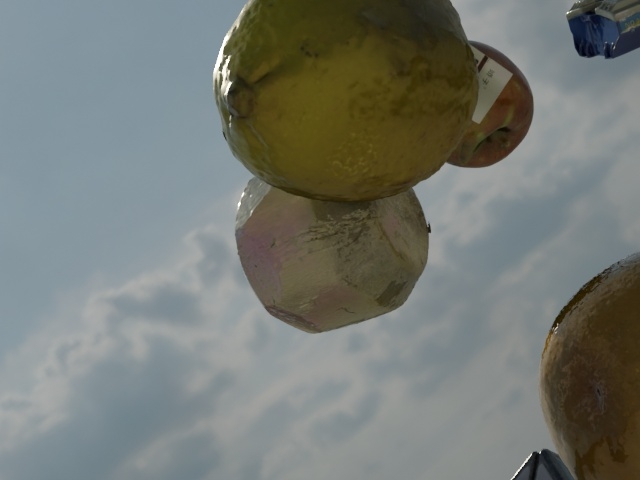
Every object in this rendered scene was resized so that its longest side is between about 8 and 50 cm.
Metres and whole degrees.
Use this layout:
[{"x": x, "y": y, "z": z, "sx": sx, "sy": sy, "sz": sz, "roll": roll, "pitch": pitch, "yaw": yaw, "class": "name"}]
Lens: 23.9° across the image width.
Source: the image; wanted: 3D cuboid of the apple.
[{"x": 0.229, "y": -0.214, "z": 2.337, "sx": 0.196, "sy": 0.196, "sz": 0.196, "roll": -34, "pitch": -17, "yaw": -12, "class": "apple"}]

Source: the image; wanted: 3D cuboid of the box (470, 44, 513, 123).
[{"x": 0.176, "y": -0.236, "z": 2.068, "sx": 0.084, "sy": 0.154, "sz": 0.040, "roll": -57, "pitch": 17, "yaw": 3, "class": "box"}]

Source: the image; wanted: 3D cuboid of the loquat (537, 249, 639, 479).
[{"x": 0.262, "y": 0.107, "z": 1.111, "sx": 0.208, "sy": 0.208, "sz": 0.208, "roll": -34, "pitch": -17, "yaw": -12, "class": "loquat"}]

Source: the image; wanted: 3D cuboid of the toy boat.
[{"x": 0.453, "y": -0.317, "z": 1.876, "sx": 0.295, "sy": 0.088, "sz": 0.129, "roll": -25, "pitch": 16, "yaw": -13, "class": "toy boat"}]

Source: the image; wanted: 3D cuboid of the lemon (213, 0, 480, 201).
[{"x": 0.024, "y": -0.170, "z": 1.615, "sx": 0.322, "sy": 0.268, "sz": 0.268, "roll": 6, "pitch": -44, "yaw": -48, "class": "lemon"}]

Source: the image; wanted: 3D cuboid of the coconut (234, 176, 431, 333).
[{"x": 0.000, "y": -0.002, "z": 1.835, "sx": 0.230, "sy": 0.227, "sz": 0.227, "roll": -19, "pitch": -7, "yaw": 27, "class": "coconut"}]

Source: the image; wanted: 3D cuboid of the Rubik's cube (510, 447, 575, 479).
[{"x": 0.364, "y": 0.483, "z": 2.102, "sx": 0.260, "sy": 0.259, "sz": 0.255, "roll": 24, "pitch": -70, "yaw": -29, "class": "Rubik's cube"}]
